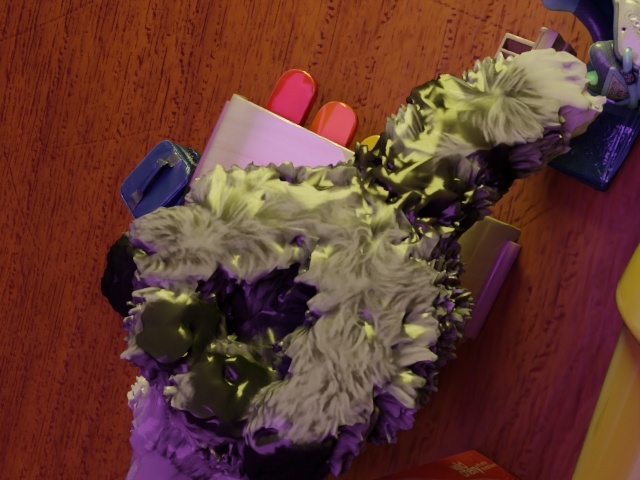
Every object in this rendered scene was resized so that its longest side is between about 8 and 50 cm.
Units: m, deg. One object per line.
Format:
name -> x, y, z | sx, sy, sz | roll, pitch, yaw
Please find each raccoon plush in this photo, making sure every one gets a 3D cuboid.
raccoon plush -> 0.033, 0.079, 0.667 | 0.446, 0.299, 0.216 | -25, 64, -15

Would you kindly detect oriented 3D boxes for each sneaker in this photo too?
sneaker -> 0.265, -0.122, 0.640 | 0.122, 0.110, 0.283 | -26, 66, -8

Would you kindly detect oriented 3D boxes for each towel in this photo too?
towel -> 0.239, -0.107, 0.723 | 0.067, 0.029, 0.119 | 29, 98, 30

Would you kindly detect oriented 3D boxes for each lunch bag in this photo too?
lunch bag -> -0.162, -0.059, 0.923 | 0.098, 0.065, 0.067 | -46, 64, 17

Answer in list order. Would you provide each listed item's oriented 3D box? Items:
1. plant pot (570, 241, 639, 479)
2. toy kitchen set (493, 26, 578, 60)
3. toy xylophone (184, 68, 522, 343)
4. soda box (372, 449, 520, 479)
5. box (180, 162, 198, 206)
plant pot -> 0.287, 0.125, 0.555 | 0.254, 0.254, 0.239 | 37, 117, 28
toy kitchen set -> 0.169, -0.144, 0.737 | 0.075, 0.083, 0.068 | 30, 97, 29
toy xylophone -> 0.000, 0.000, 0.774 | 0.322, 0.081, 0.236 | 36, 100, 15
soda box -> 0.087, 0.223, 0.626 | 0.092, 0.263, 0.083 | 31, 100, 28
box -> -0.107, -0.031, 0.889 | 0.052, 0.062, 0.083 | 16, 91, 30
